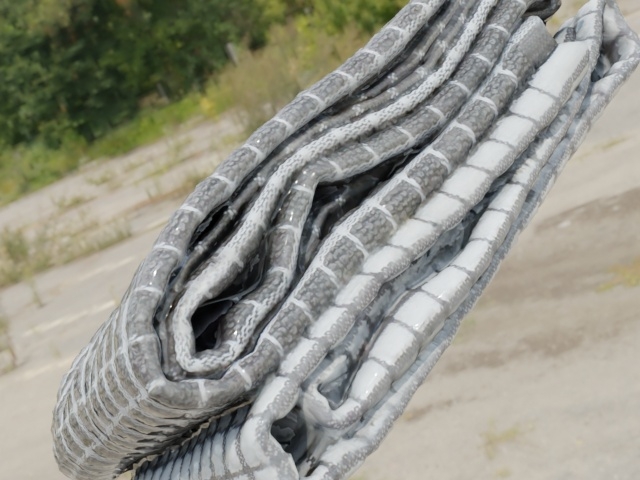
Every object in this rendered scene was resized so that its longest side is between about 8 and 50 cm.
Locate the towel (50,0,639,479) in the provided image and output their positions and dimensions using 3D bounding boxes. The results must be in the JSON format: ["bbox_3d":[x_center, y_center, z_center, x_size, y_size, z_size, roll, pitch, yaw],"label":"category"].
[{"bbox_3d":[0.000,0.000,0.524,0.283,0.121,0.235,-51,2,-28],"label":"towel"}]
